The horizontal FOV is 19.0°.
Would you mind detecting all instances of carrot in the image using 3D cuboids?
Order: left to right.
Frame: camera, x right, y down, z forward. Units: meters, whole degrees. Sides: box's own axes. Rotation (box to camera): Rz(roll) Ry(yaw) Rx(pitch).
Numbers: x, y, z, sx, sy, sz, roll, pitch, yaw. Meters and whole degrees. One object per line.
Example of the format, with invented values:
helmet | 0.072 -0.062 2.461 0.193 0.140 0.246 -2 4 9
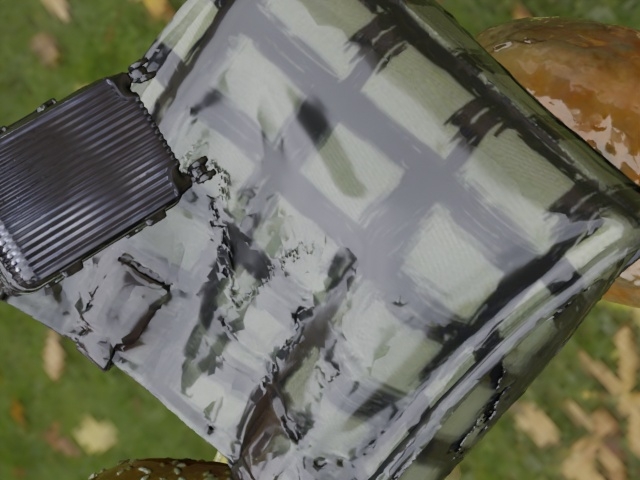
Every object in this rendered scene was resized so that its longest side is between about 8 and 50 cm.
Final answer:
carrot | 0.255 -0.052 1.548 0.341 0.224 0.224 22 148 20

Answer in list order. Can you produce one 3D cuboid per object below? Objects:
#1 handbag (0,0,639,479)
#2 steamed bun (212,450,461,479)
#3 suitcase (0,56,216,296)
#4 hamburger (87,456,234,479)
handbag | 0.000 0.000 1.212 0.325 0.327 0.162 43 -167 11
steamed bun | 0.010 0.287 2.037 0.273 0.232 0.166 25 -167 0
suitcase | -0.131 -0.032 1.006 0.086 0.126 0.059 58 155 -3
hamburger | -0.105 0.232 1.296 0.215 0.189 0.122 12 137 -6
